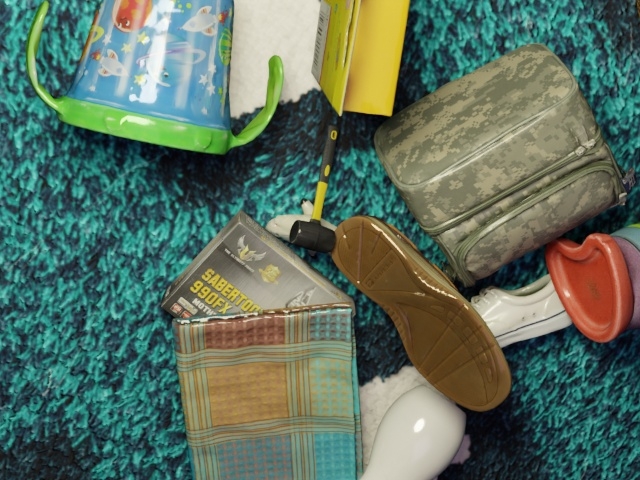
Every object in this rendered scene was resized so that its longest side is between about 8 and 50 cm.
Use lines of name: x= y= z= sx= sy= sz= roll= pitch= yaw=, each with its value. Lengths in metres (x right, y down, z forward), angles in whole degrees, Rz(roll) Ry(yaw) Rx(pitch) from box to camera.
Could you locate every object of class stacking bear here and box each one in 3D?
stacking bear: x=0.510 y=0.034 z=1.759 sx=0.289 sy=0.175 sz=0.164 roll=-17 pitch=93 yaw=-20

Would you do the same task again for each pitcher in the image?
pitcher: x=0.149 y=0.343 z=1.849 sx=0.178 sy=0.125 sz=0.207 roll=39 pitch=83 yaw=-38

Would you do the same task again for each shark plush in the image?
shark plush: x=0.000 y=0.000 z=1.782 sx=0.161 sy=0.073 sz=0.067 roll=25 pitch=129 yaw=-27

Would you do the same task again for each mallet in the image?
mallet: x=0.010 y=-0.072 z=1.716 sx=0.062 sy=0.039 sz=0.189 roll=25 pitch=72 yaw=-20

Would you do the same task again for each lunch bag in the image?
lunch bag: x=0.268 y=-0.096 z=1.692 sx=0.305 sy=0.212 sz=0.256 roll=-31 pitch=124 yaw=5

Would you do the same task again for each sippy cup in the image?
sippy cup: x=-0.216 y=-0.246 z=1.590 sx=0.240 sy=0.305 sz=0.224 roll=17 pitch=97 yaw=34

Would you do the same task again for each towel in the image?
towel: x=-0.073 y=0.258 z=1.799 sx=0.272 sy=0.040 sz=0.370 roll=-6 pitch=124 yaw=-4

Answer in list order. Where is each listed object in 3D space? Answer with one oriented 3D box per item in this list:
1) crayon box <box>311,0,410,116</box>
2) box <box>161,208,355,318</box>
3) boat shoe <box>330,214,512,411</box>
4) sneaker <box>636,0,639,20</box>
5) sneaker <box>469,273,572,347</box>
crayon box: x=0.054 y=-0.280 z=1.543 sx=0.081 sy=0.318 sz=0.202 roll=6 pitch=107 yaw=-8
box: x=-0.091 y=0.093 z=1.775 sx=0.231 sy=0.056 sz=0.183 roll=39 pitch=108 yaw=-16
boat shoe: x=0.158 y=0.095 z=1.734 sx=0.342 sy=0.123 sz=0.123 roll=46 pitch=111 yaw=8
sneaker: x=0.492 y=-0.370 z=1.691 sx=0.086 sy=0.064 sz=0.192 roll=-15 pitch=105 yaw=4
sneaker: x=0.257 y=0.117 z=1.820 sx=0.258 sy=0.094 sz=0.091 roll=-18 pitch=98 yaw=-9
